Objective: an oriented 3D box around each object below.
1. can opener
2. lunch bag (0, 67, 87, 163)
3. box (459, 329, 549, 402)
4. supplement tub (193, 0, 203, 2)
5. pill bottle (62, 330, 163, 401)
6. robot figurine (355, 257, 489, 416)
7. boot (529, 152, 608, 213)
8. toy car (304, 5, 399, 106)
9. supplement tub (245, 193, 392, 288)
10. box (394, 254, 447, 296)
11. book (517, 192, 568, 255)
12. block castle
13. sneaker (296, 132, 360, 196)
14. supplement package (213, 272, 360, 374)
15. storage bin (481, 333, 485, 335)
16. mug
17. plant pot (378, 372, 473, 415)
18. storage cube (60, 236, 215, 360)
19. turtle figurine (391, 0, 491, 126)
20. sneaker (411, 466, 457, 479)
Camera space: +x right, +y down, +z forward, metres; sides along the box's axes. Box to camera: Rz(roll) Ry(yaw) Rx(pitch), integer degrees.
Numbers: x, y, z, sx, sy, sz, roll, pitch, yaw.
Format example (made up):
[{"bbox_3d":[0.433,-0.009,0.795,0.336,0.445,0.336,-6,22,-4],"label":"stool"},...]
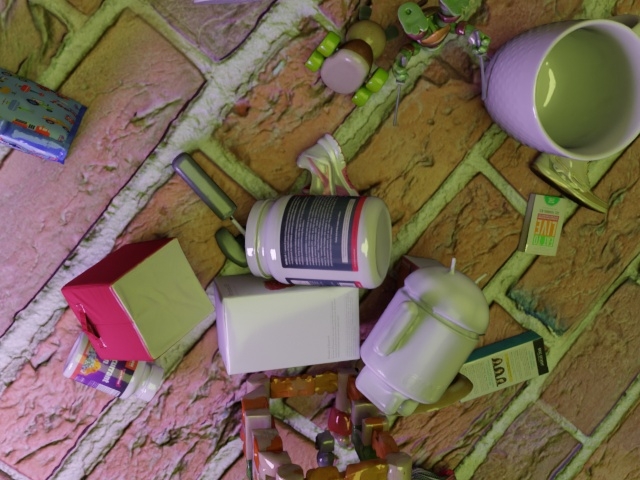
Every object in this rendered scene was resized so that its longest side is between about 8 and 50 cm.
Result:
[{"bbox_3d":[-0.229,-0.058,1.744,0.095,0.076,0.283,-43,108,-2],"label":"can opener"},{"bbox_3d":[-0.568,-0.227,1.505,0.221,0.293,0.138,23,96,-17],"label":"lunch bag"},{"bbox_3d":[0.437,0.310,2.003,0.244,0.060,0.101,-17,106,-10],"label":"box"},{"bbox_3d":[-0.162,-0.628,1.546,0.235,0.235,0.325,-7,104,-12],"label":"supplement tub"},{"bbox_3d":[-0.445,0.277,1.749,0.193,0.108,0.108,26,95,-18],"label":"pill bottle"},{"bbox_3d":[0.222,0.201,1.712,0.300,0.200,0.353,18,106,-56],"label":"robot figurine"},{"bbox_3d":[0.628,-0.177,1.923,0.213,0.077,0.165,34,91,-5],"label":"boot"},{"bbox_3d":[0.087,-0.414,1.733,0.155,0.149,0.188,35,67,-10],"label":"toy car"},{"bbox_3d":[0.000,0.000,1.683,0.272,0.191,0.191,3,104,17],"label":"supplement tub"},{"bbox_3d":[0.234,0.134,1.875,0.091,0.130,0.171,7,100,-14],"label":"box"},{"bbox_3d":[0.542,-0.038,1.968,0.096,0.035,0.144,6,100,-19],"label":"book"},{"bbox_3d":[-0.003,0.463,1.716,0.303,0.453,0.213,-3,109,-13],"label":"block castle"},{"bbox_3d":[0.021,-0.104,1.791,0.111,0.103,0.252,-23,101,-3],"label":"sneaker"},{"bbox_3d":[-0.077,0.168,1.780,0.293,0.177,0.175,-5,104,-14],"label":"supplement package"},{"bbox_3d":[0.324,0.172,1.913,0.098,0.135,0.091,1,91,-14],"label":"storage bin"},{"bbox_3d":[0.534,-0.357,1.734,0.374,0.328,0.276,-39,109,-3],"label":"mug"},{"bbox_3d":[0.233,0.345,1.871,0.236,0.236,0.032,-16,96,-10],"label":"plant pot"},{"bbox_3d":[-0.370,0.122,1.650,0.215,0.193,0.184,-41,113,-41],"label":"storage cube"},{"bbox_3d":[0.250,-0.392,1.668,0.197,0.266,0.275,8,83,12],"label":"turtle figurine"},{"bbox_3d":[0.199,0.608,1.994,0.299,0.121,0.112,13,68,-20],"label":"sneaker"}]
